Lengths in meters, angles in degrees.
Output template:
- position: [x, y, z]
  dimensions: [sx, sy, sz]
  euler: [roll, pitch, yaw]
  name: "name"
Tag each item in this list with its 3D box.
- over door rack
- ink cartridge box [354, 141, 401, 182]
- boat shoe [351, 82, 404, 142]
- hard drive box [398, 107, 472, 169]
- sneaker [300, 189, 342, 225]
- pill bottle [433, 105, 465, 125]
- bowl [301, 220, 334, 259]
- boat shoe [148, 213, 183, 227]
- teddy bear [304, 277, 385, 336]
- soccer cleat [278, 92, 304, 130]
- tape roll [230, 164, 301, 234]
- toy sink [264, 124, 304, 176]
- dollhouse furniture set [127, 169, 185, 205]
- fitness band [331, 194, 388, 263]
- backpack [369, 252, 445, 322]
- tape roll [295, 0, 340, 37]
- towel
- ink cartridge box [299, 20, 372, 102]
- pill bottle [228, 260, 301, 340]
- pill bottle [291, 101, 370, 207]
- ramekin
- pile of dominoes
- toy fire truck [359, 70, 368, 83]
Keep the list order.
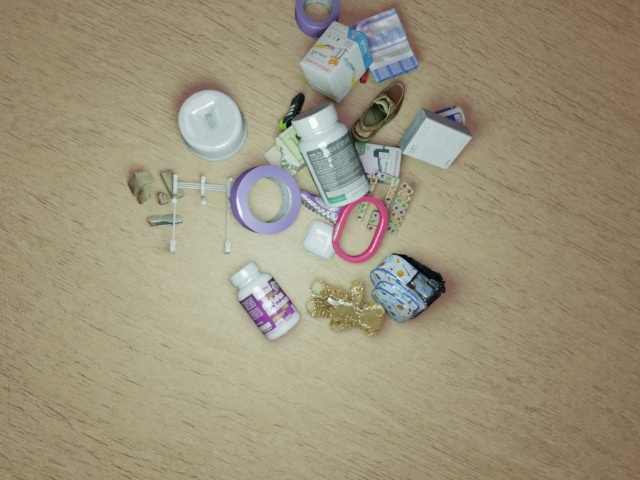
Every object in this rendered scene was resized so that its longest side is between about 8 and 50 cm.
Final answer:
- position: [-0.473, -0.104, 1.721]
  dimensions: [0.240, 0.108, 0.323]
  euler: [2, 88, -18]
  name: "over door rack"
- position: [0.232, -0.327, 1.832]
  dimensions: [0.209, 0.087, 0.152]
  euler: [7, 88, -6]
  name: "ink cartridge box"
- position: [0.259, -0.548, 1.808]
  dimensions: [0.123, 0.120, 0.324]
  euler: [37, 73, -2]
  name: "boat shoe"
- position: [0.474, -0.418, 1.783]
  dimensions: [0.232, 0.089, 0.181]
  euler: [16, 131, -21]
  name: "hard drive box"
- position: [0.021, -0.153, 1.808]
  dimensions: [0.237, 0.095, 0.104]
  euler: [31, 81, -10]
  name: "sneaker"
- position: [0.515, -0.503, 1.854]
  dimensions: [0.187, 0.112, 0.111]
  euler: [-19, 90, -6]
  name: "pill bottle"
- position: [0.000, 0.000, 1.815]
  dimensions: [0.142, 0.053, 0.142]
  euler: [26, 87, -4]
  name: "bowl"
- position: [-0.632, -0.076, 1.761]
  dimensions: [0.137, 0.049, 0.043]
  euler: [-4, 131, -8]
  name: "boat shoe"
- position: [0.098, 0.271, 1.778]
  dimensions: [0.338, 0.113, 0.244]
  euler: [1, 94, 10]
  name: "teddy bear"
- position: [-0.109, -0.538, 1.810]
  dimensions: [0.072, 0.060, 0.178]
  euler: [31, 89, 38]
  name: "soccer cleat"
- position: [-0.219, -0.163, 1.729]
  dimensions: [0.275, 0.090, 0.274]
  euler: [-4, 97, -30]
  name: "tape roll"
- position: [-0.103, -0.381, 1.778]
  dimensions: [0.234, 0.131, 0.152]
  euler: [-38, 92, -6]
  name: "toy sink"
- position: [-0.677, -0.210, 1.767]
  dimensions: [0.151, 0.123, 0.144]
  euler: [-27, 91, -41]
  name: "dollhouse furniture set"
- position: [0.162, -0.046, 1.774]
  dimensions: [0.209, 0.054, 0.290]
  euler: [18, 100, -20]
  name: "fitness band"
- position: [0.323, 0.192, 1.744]
  dimensions: [0.213, 0.276, 0.263]
  euler: [-36, 76, -24]
  name: "backpack"
- position: [-0.014, -0.978, 1.833]
  dimensions: [0.189, 0.080, 0.188]
  euler: [0, 89, -6]
  name: "tape roll"
- position: [0.280, -0.834, 1.834]
  dimensions: [0.209, 0.034, 0.284]
  euler: [-21, 87, -3]
  name: "towel"
- position: [0.066, -0.730, 1.762]
  dimensions: [0.171, 0.168, 0.232]
  euler: [36, 84, 24]
  name: "ink cartridge box"
- position: [-0.228, 0.237, 1.726]
  dimensions: [0.169, 0.169, 0.301]
  euler: [-37, 93, -6]
  name: "pill bottle"
- position: [0.038, -0.326, 1.645]
  dimensions: [0.204, 0.204, 0.360]
  euler: [-28, 115, -6]
  name: "pill bottle"
- position: [-0.442, -0.472, 1.746]
  dimensions: [0.278, 0.135, 0.276]
  euler: [0, 88, -5]
  name: "ramekin"
- position: [0.273, -0.148, 1.807]
  dimensions: [0.196, 0.040, 0.251]
  euler: [17, 110, -6]
  name: "pile of dominoes"
- position: [0.240, -0.781, 1.868]
  dimensions: [0.136, 0.047, 0.191]
  euler: [3, 87, -4]
  name: "toy fire truck"
